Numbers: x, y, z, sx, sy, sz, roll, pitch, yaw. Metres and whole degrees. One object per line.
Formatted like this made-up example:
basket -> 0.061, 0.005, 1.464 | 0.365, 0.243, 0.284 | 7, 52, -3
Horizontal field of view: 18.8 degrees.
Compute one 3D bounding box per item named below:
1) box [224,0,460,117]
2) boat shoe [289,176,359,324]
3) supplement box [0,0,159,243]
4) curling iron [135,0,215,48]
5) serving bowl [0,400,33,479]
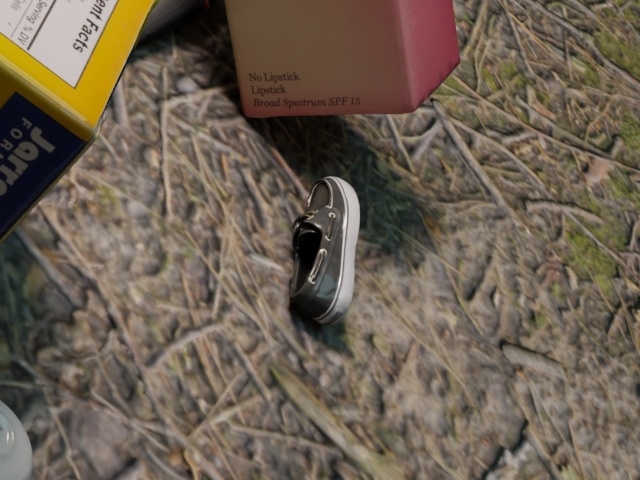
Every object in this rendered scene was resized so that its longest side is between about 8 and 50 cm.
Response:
box -> 0.009, -0.223, 1.493 | 0.127, 0.149, 0.232 | -48, 133, -57
boat shoe -> 0.000, 0.000, 1.432 | 0.040, 0.049, 0.142 | 29, 38, -26
supplement box -> -0.296, -0.156, 1.104 | 0.356, 0.195, 0.194 | 37, 33, -15
curling iron -> -0.091, -0.185, 1.539 | 0.068, 0.035, 0.274 | 51, 31, 6
serving bowl -> -0.194, 0.113, 1.086 | 0.083, 0.027, 0.083 | 32, 34, -25
